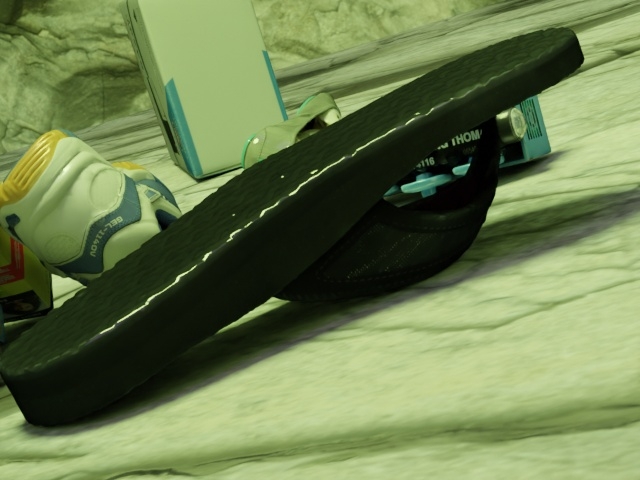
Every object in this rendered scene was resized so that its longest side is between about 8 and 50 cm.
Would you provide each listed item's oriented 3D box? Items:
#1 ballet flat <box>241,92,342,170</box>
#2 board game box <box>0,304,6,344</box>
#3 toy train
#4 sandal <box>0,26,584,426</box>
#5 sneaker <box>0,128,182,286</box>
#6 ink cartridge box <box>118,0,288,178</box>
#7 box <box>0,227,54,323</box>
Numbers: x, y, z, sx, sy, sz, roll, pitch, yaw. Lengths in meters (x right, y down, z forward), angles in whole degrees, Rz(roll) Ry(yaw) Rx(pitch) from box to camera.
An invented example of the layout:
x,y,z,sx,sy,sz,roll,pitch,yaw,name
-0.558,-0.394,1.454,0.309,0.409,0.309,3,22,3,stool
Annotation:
x,y,z,sx,sy,sz,roll,pitch,yaw,name
-0.010,-0.099,1.856,0.068,0.072,0.213,16,23,19,ballet flat
-0.369,0.068,1.360,0.211,0.039,0.160,-14,-22,15,board game box
0.094,-0.077,1.476,0.184,0.080,0.105,-14,1,31,toy train
-0.002,0.001,1.177,0.445,0.107,0.167,-35,16,-19,sandal
-0.148,0.008,1.387,0.112,0.131,0.296,-54,-12,3,sneaker
-0.143,-0.206,2.184,0.129,0.223,0.307,-19,9,-7,ink cartridge box
-0.272,0.004,1.369,0.087,0.058,0.232,-10,-21,3,box
